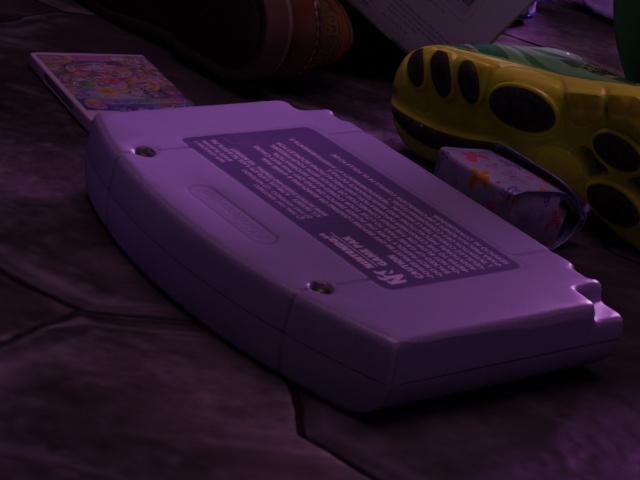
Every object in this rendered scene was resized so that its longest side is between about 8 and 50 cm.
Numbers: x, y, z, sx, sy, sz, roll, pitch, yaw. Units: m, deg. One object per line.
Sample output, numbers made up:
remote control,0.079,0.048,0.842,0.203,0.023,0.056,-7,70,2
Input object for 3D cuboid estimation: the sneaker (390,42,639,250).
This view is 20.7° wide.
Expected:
sneaker,0.191,-0.075,1.166,0.295,0.109,0.123,25,31,29

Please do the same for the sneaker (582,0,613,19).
sneaker,0.322,-0.245,1.604,0.090,0.115,0.232,-4,28,-33

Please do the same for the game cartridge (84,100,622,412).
game cartridge,0.000,0.000,0.978,0.196,0.060,0.294,-3,27,-39

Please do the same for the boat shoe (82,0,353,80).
boat shoe,-0.100,-0.207,1.348,0.104,0.111,0.307,-6,39,-44

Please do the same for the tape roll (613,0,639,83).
tape roll,0.365,-0.181,1.224,0.321,0.321,0.077,2,25,-22

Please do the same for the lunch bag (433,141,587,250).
lunch bag,0.118,-0.028,1.097,0.083,0.053,0.071,2,25,-44

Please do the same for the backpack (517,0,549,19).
backpack,0.164,-0.243,1.564,0.105,0.084,0.114,7,19,-9

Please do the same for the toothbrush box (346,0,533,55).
toothbrush box,0.039,-0.271,1.416,0.206,0.122,0.283,39,11,-25

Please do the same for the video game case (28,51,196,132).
video game case,-0.138,-0.101,1.189,0.087,0.011,0.122,-2,27,-29
